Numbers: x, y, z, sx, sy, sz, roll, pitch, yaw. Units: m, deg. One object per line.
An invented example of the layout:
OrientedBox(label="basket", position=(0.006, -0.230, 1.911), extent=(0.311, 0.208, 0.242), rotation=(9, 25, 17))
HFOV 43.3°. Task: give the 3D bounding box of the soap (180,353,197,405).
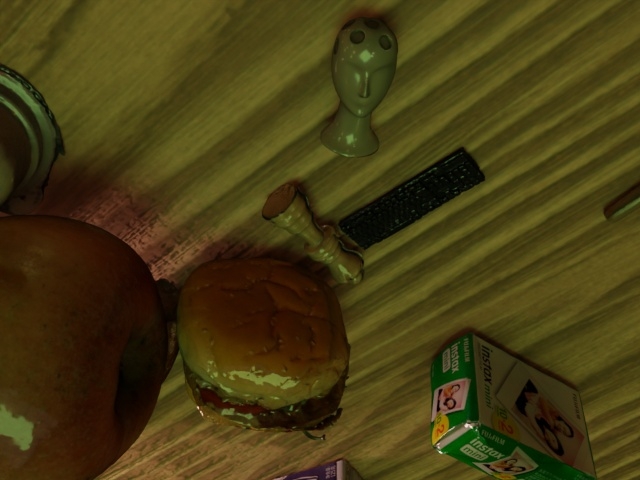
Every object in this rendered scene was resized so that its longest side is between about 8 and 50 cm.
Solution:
OrientedBox(label="soap", position=(-0.173, 0.221, 1.228), extent=(0.089, 0.033, 0.169), rotation=(28, 144, 16))

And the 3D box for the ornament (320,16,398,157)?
OrientedBox(label="ornament", position=(0.045, -0.170, 0.895), extent=(0.074, 0.081, 0.156), rotation=(6, 134, -6))

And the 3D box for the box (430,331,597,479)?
OrientedBox(label="box", position=(0.277, 0.263, 1.178), extent=(0.250, 0.180, 0.103), rotation=(29, 129, -22))

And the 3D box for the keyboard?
OrientedBox(label="keyboard", position=(0.115, -0.048, 1.031), extent=(0.195, 0.018, 0.060), rotation=(-31, 124, 26))

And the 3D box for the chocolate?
OrientedBox(label="chocolate", position=(-0.419, -0.090, 0.938), extent=(0.221, 0.147, 0.221), rotation=(0, 133, 0))

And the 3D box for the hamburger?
OrientedBox(label="hamburger", position=(-0.070, 0.132, 1.056), extent=(0.244, 0.244, 0.163), rotation=(7, 126, -3))

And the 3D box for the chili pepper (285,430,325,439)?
OrientedBox(label="chili pepper", position=(-0.089, 0.251, 1.266), extent=(0.059, 0.051, 0.268), rotation=(-21, 126, 38))

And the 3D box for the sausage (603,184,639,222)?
OrientedBox(label="sausage", position=(0.410, -0.066, 0.999), extent=(0.024, 0.024, 0.132), rotation=(33, 124, -23))

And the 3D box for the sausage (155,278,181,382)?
OrientedBox(label="sausage", position=(-0.272, 0.182, 1.192), extent=(0.102, 0.076, 0.302), rotation=(15, 125, -28))

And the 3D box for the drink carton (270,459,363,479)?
OrientedBox(label="drink carton", position=(-0.034, 0.488, 1.404), extent=(0.222, 0.134, 0.102), rotation=(-21, 128, 19))

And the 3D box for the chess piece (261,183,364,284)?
OrientedBox(label="chess piece", position=(0.000, 0.001, 1.053), extent=(0.060, 0.060, 0.172), rotation=(-31, 124, 25))

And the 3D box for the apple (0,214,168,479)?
OrientedBox(label="apple", position=(-0.359, 0.137, 0.963), extent=(0.304, 0.339, 0.339), rotation=(7, 130, 11))
